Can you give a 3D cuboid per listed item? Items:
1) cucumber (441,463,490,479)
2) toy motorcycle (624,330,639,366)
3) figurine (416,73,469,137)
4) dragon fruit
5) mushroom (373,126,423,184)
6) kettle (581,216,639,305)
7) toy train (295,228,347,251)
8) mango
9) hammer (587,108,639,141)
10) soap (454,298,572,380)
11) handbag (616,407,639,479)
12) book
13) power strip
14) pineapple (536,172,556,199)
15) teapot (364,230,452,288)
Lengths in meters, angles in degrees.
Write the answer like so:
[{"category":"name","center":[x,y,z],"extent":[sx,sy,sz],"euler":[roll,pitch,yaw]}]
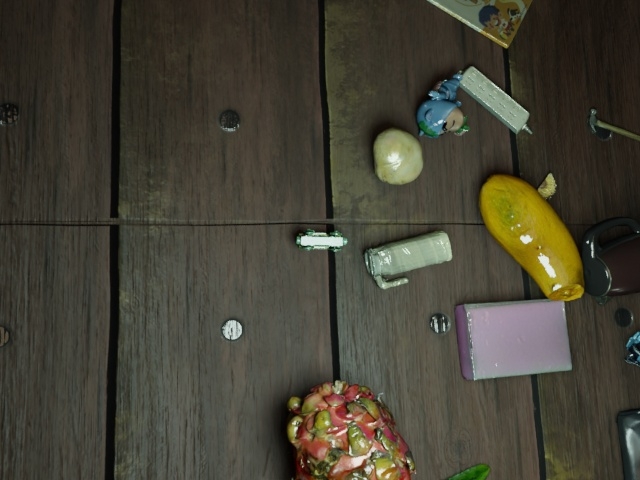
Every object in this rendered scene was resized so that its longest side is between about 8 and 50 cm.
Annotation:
[{"category":"cucumber","center":[0.282,0.577,1.476],"extent":[0.250,0.056,0.056],"euler":[-17,84,-14]},{"category":"toy motorcycle","center":[0.887,0.304,1.575],"extent":[0.272,0.182,0.124],"euler":[30,113,21]},{"category":"figurine","center":[0.322,-0.329,1.613],"extent":[0.144,0.114,0.178],"euler":[26,68,-7]},{"category":"dragon fruit","center":[0.042,0.436,1.361],"extent":[0.269,0.250,0.291],"euler":[-39,95,4]},{"category":"mushroom","center":[0.185,-0.203,1.557],"extent":[0.147,0.112,0.148],"euler":[-3,97,-30]},{"category":"kettle","center":[0.739,0.043,1.573],"extent":[0.232,0.144,0.202],"euler":[-12,101,-25]},{"category":"toy train","center":[0.000,0.000,1.505],"extent":[0.122,0.081,0.050],"euler":[2,89,-9]},{"category":"mango","center":[0.512,-0.012,1.558],"extent":[0.187,0.144,0.359],"euler":[-30,81,-46]},{"category":"hammer","center":[0.800,-0.295,1.738],"extent":[0.181,0.017,0.062],"euler":[19,78,-8]},{"category":"soap","center":[0.464,0.234,1.552],"extent":[0.259,0.081,0.181],"euler":[-4,81,-12]},{"category":"handbag","center":[0.859,0.545,1.544],"extent":[0.177,0.274,0.302],"euler":[11,73,-55]},{"category":"book","center":[0.419,-0.672,1.729],"extent":[0.295,0.020,0.208],"euler":[29,77,-4]},{"category":"power strip","center":[0.457,-0.359,1.678],"extent":[0.252,0.027,0.060],"euler":[39,76,-2]},{"category":"pineapple","center":[0.586,-0.133,1.670],"extent":[0.045,0.019,0.083],"euler":[36,77,3]},{"category":"teapot","center":[0.209,0.049,1.543],"extent":[0.200,0.077,0.107],"euler":[-13,103,-12]}]
